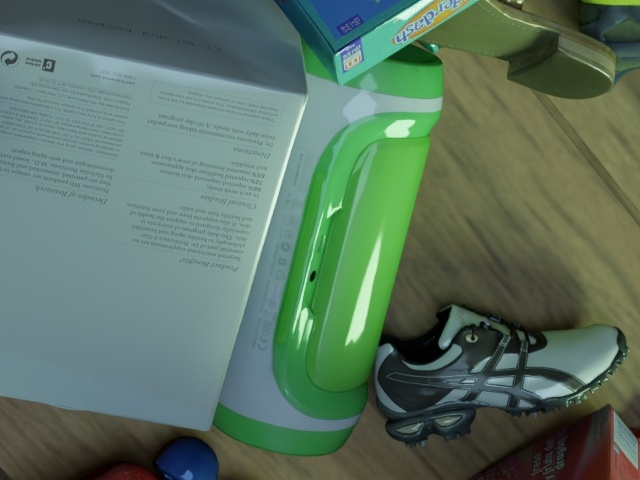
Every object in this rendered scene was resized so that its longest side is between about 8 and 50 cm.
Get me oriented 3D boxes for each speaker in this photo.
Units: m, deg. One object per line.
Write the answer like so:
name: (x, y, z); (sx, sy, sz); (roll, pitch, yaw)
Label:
speaker: (0.000, 0.000, 1.399); (0.131, 0.131, 0.296); (11, 105, -11)

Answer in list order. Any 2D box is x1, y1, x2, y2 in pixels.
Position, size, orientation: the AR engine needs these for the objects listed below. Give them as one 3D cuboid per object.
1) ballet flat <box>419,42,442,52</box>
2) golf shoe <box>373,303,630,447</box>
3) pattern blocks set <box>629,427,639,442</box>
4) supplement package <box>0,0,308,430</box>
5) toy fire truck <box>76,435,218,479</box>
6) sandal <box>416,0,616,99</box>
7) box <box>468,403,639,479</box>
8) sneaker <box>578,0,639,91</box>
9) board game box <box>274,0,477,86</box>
ballet flat: (0.026, -0.225, 1.362); (0.231, 0.077, 0.077); (37, 95, -24)
golf shoe: (0.135, 0.087, 1.471); (0.198, 0.077, 0.094); (-18, 108, -3)
pattern blocks set: (0.408, 0.216, 1.575); (0.325, 0.026, 0.285); (-21, 109, -1)
supplement package: (-0.141, -0.047, 1.299); (0.199, 0.198, 0.262); (11, 120, -11)
toy fire truck: (-0.115, 0.292, 1.474); (0.302, 0.169, 0.254); (38, 75, -17)
sandal: (0.110, -0.176, 1.343); (0.240, 0.088, 0.079); (22, 64, -32)
box: (0.194, 0.281, 1.410); (0.142, 0.300, 0.154); (-32, 110, 23)
sneaker: (0.326, -0.164, 1.392); (0.300, 0.111, 0.121); (3, 119, 13)
board game box: (0.019, -0.223, 1.238); (0.160, 0.047, 0.210); (-32, 68, -8)
